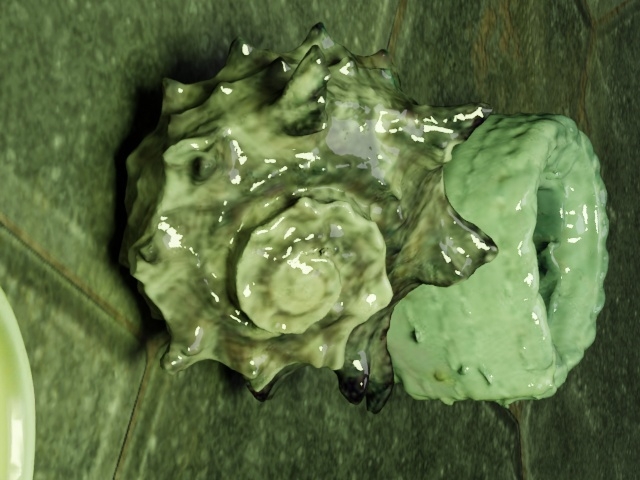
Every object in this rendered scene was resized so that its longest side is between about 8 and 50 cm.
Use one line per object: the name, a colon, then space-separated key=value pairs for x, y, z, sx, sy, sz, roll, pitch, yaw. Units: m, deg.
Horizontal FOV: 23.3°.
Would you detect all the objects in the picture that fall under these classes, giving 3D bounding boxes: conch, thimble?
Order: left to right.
conch: x=-0.013 y=0.003 z=0.976 sx=0.240 sy=0.186 sz=0.313 roll=-49 pitch=157 yaw=-17
thimble: x=0.128 y=0.015 z=1.267 sx=0.205 sy=0.172 sz=0.250 roll=45 pitch=50 yaw=-51

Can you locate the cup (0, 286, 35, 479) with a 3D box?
cup: x=-0.222 y=0.057 z=0.461 sx=0.255 sy=0.202 sz=0.173 roll=41 pitch=50 yaw=-68
